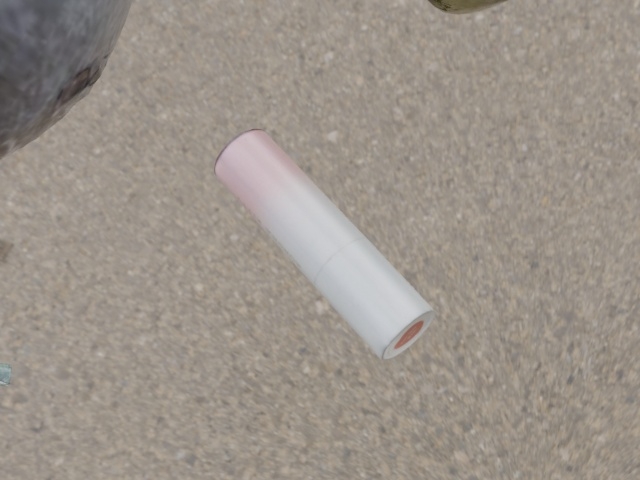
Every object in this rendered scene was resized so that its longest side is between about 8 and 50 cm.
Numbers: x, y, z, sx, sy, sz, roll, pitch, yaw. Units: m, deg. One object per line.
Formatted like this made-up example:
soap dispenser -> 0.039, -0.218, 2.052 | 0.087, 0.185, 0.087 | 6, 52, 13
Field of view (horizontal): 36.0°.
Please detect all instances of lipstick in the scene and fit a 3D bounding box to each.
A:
lipstick -> 0.000, 0.000, 1.205 | 0.087, 0.087, 0.327 | -41, 69, -3

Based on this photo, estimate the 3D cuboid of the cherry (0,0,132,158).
cherry -> -0.213, -0.159, 0.533 | 0.218, 0.296, 0.255 | 17, 103, 2

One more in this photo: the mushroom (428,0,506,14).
mushroom -> 0.017, -0.277, 0.600 | 0.087, 0.107, 0.333 | -37, 76, 9

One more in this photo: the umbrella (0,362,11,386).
umbrella -> -0.495, 0.165, 1.271 | 0.188, 0.046, 0.050 | 15, 74, -30
